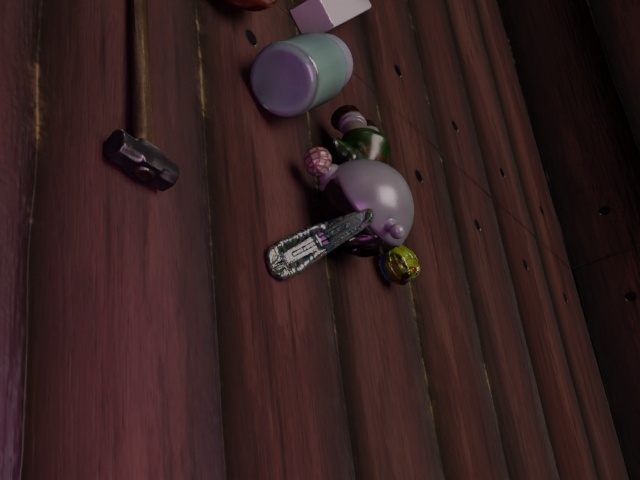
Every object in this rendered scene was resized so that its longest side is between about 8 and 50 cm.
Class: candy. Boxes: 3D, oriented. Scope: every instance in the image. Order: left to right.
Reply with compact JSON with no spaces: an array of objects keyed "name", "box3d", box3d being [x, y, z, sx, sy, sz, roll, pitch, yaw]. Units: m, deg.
[{"name":"candy","box3d":[0.123,-0.029,1.890,0.073,0.077,0.262,-5,64,-42]}]

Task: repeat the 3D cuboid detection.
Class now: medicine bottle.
[{"name":"medicine bottle","box3d":[-0.029,-0.318,1.741,0.139,0.139,0.225,63,27,-7]}]

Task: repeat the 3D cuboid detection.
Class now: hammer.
[{"name":"hammer","box3d":[-0.269,-0.244,1.364,0.111,0.043,0.366,32,41,-47]}]

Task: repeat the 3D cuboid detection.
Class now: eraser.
[{"name":"eraser","box3d":[0.029,-0.521,2.079,0.078,0.076,0.298,60,27,-10]}]

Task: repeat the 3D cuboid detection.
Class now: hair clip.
[{"name":"hair clip","box3d":[-0.001,0.001,1.563,0.229,0.036,0.066,-28,88,-29]}]

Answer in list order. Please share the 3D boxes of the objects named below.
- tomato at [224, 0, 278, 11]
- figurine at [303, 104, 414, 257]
[{"name":"tomato","box3d":[-0.169,-0.526,1.702,0.237,0.095,0.237,44,36,-44]},{"name":"figurine","box3d":[0.083,-0.112,1.762,0.281,0.167,0.370,39,30,-35]}]
